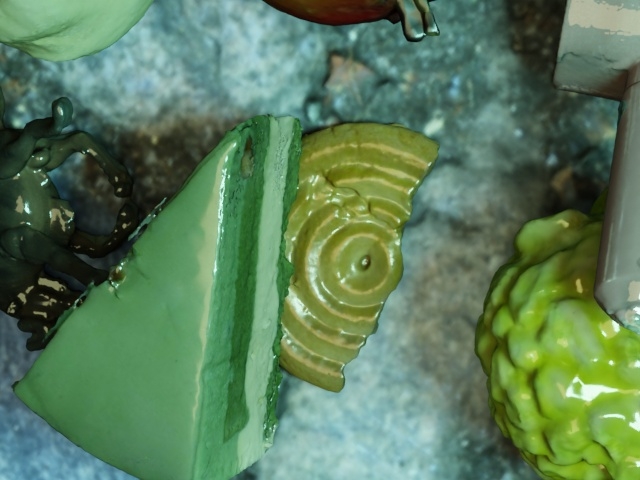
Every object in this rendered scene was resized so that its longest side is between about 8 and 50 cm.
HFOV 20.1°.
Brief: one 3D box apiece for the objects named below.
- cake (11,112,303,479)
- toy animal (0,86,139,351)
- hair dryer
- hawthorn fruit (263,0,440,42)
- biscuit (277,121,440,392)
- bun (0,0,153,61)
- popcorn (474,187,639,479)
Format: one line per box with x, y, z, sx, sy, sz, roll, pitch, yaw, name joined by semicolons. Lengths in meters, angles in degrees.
-0.069;0.056;1.381;0.172;0.158;0.283;43;109;8;cake
-0.229;-0.026;1.454;0.148;0.084;0.233;-8;101;25;toy animal
0.259;-0.067;1.263;0.210;0.352;0.125;12;143;6;hair dryer
0.024;-0.302;1.277;0.316;0.316;0.316;1;99;9;hawthorn fruit
0.000;0.000;1.449;0.144;0.033;0.224;25;101;4;biscuit
-0.235;-0.245;1.350;0.160;0.259;0.259;-36;92;17;bun
0.228;0.081;1.330;0.259;0.259;0.212;36;139;2;popcorn
